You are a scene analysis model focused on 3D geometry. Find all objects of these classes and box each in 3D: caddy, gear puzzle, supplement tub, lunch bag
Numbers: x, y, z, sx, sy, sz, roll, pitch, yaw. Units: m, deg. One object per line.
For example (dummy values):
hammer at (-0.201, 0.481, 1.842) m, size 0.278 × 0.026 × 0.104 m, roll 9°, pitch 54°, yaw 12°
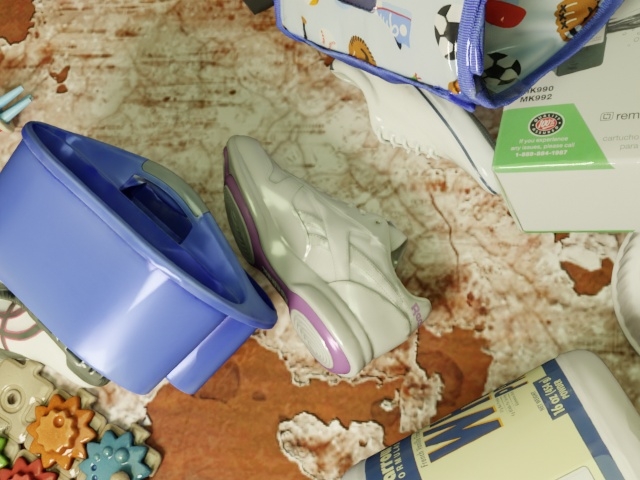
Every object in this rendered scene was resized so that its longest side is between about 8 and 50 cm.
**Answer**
caddy at (-0.197, 0.007, 1.090) m, size 0.341 × 0.241 × 0.179 m, roll 40°, pitch 97°, yaw 18°
gear puzzle at (-0.351, 0.226, 1.182) m, size 0.339 × 0.044 × 0.175 m, roll 28°, pitch 86°, yaw 19°
supplement tub at (0.158, 0.269, 0.937) m, size 0.325 × 0.235 × 0.235 m, roll -29°, pitch 72°, yaw 7°
lunch bag at (0.139, -0.328, 0.979) m, size 0.328 × 0.239 × 0.385 m, roll 33°, pitch 93°, yaw 50°

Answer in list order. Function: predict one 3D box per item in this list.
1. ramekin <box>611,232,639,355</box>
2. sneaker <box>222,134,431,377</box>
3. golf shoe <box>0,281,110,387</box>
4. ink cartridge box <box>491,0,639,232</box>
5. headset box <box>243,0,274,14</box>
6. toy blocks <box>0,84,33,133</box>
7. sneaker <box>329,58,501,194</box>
ramekin at (0.386, 0.040, 0.994) m, size 0.207 × 0.109 × 0.207 m, roll -3°, pitch 77°, yaw 15°
sneaker at (0.000, 0.000, 1.124) m, size 0.152 × 0.114 × 0.305 m, roll -27°, pitch 68°, yaw -18°
golf shoe at (-0.338, 0.102, 1.188) m, size 0.273 × 0.105 × 0.120 m, roll 35°, pitch 99°, yaw 27°
ink cartridge box at (0.298, -0.158, 0.991) m, size 0.211 × 0.121 × 0.289 m, roll -1°, pitch 58°, yaw 29°
headset box at (-0.111, -0.410, 1.166) m, size 0.110 × 0.218 × 0.293 m, roll -29°, pitch 71°, yaw 8°
toy blocks at (-0.435, -0.166, 1.285) m, size 0.148 × 0.054 × 0.123 m, roll -34°, pitch 72°, yaw 6°
sneaker at (0.108, -0.130, 1.123) m, size 0.091 × 0.094 × 0.258 m, roll -44°, pitch 62°, yaw 12°
